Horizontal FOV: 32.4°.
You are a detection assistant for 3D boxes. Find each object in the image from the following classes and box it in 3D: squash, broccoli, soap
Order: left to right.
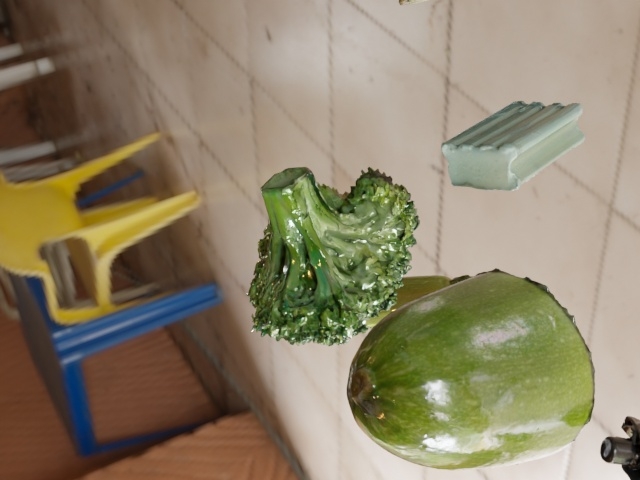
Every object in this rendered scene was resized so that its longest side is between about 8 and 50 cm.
[{"bbox_3d":[0.000,0.000,1.137,0.194,0.220,0.194,53,170,14],"label":"broccoli"},{"bbox_3d":[0.171,0.091,1.875,0.224,0.094,0.094,-15,96,39],"label":"squash"},{"bbox_3d":[0.192,0.218,1.600,0.310,0.309,0.310,11,107,40],"label":"squash"},{"bbox_3d":[0.260,-0.129,1.475,0.114,0.198,0.063,8,117,40],"label":"soap"}]

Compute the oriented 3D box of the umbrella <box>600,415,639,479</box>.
[{"bbox_3d":[0.549,0.325,1.659,0.110,0.272,0.122,123,153,-64],"label":"umbrella"}]

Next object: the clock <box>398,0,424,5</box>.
[{"bbox_3d":[0.226,-0.436,1.742,0.237,0.237,0.057,-11,99,69],"label":"clock"}]
